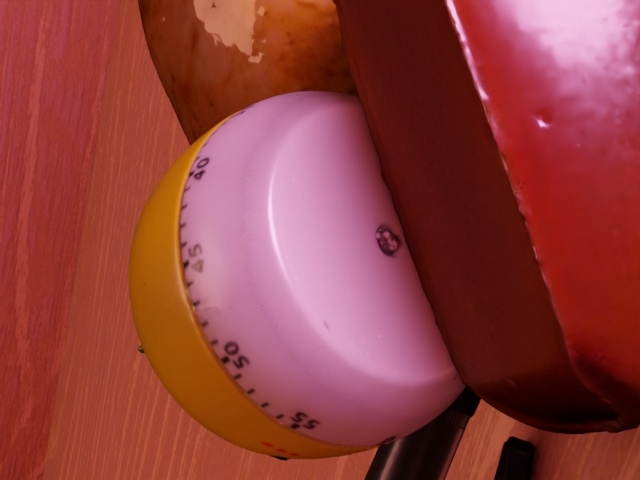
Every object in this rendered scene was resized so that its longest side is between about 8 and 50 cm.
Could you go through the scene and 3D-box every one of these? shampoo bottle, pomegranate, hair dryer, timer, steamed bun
[{"bbox_3d":[0.162,0.242,1.240,0.048,0.027,0.137,-133,50,-64],"label":"shampoo bottle"},{"bbox_3d":[0.033,-0.187,1.246,0.410,0.410,0.410,-176,90,-70],"label":"pomegranate"},{"bbox_3d":[0.119,0.198,1.104,0.284,0.156,0.320,1,70,56],"label":"hair dryer"},{"bbox_3d":[-0.035,0.041,1.048,0.285,0.285,0.285,-176,90,-70],"label":"timer"},{"bbox_3d":[0.182,-0.073,0.913,0.235,0.248,0.379,147,104,-71],"label":"steamed bun"}]
